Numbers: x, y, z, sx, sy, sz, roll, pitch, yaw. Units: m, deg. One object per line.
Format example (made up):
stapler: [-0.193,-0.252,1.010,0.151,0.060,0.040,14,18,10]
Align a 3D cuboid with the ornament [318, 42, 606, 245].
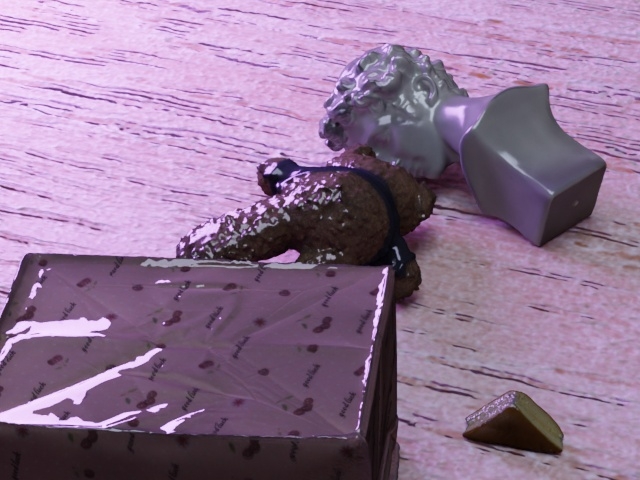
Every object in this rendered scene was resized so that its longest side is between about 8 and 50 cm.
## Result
ornament: [0.136,-0.102,1.849,0.285,0.120,0.130,21,42,28]

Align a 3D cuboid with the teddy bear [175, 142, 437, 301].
teddy bear: [0.008,-0.009,1.731,0.182,0.129,0.251,48,48,4]

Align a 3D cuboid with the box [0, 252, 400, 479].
box: [-0.097,0.144,1.478,0.297,0.190,0.225,1,33,8]

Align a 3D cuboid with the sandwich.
sandwich: [0.156,0.142,1.588,0.083,0.044,0.031,8,34,12]
